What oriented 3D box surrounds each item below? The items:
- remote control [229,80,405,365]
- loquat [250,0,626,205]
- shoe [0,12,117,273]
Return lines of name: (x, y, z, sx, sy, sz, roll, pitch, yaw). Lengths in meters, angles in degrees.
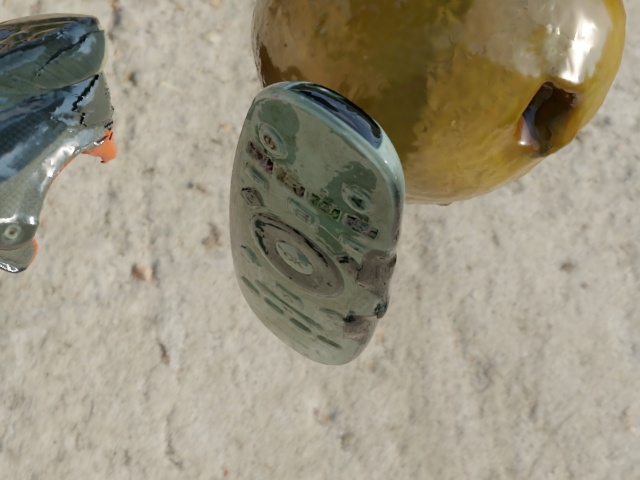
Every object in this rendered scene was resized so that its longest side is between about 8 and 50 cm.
remote control: (-0.001, 0.001, 0.536, 0.097, 0.256, 0.045, 36, 68, 9)
loquat: (0.068, -0.128, 0.653, 0.193, 0.238, 0.238, 26, 36, -53)
shoe: (-0.285, -0.039, 0.797, 0.132, 0.171, 0.336, 15, 41, 44)
